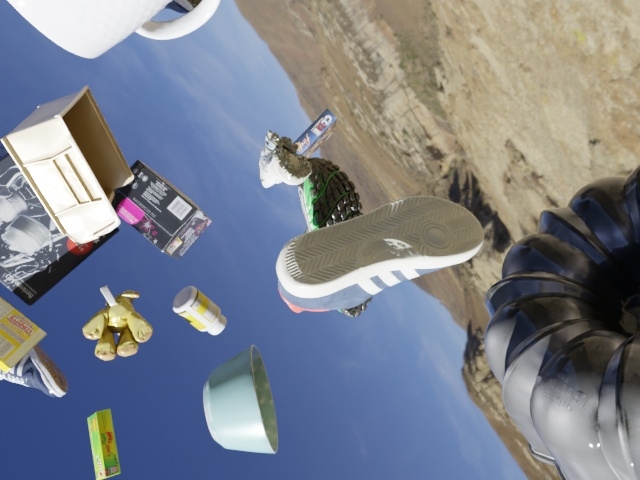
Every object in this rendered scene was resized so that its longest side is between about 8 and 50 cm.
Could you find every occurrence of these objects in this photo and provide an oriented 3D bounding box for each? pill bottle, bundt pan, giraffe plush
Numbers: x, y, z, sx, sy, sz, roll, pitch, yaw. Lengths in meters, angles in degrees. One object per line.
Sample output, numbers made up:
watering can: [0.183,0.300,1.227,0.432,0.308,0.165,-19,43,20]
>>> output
pill bottle: [-0.408,0.245,1.700,0.184,0.103,0.103,50,-167,-36]
bundt pan: [0.280,0.055,0.408,0.124,0.331,0.331,43,-164,-26]
giraffe plush: [-0.602,0.236,1.480,0.170,0.181,0.210,162,96,-70]

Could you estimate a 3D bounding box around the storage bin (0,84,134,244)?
storage bin: [-0.525,-0.167,1.086,0.262,0.123,0.260,-115,5,-59]

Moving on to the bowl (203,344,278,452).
bowl: [-0.238,0.476,1.454,0.311,0.163,0.311,167,90,-89]

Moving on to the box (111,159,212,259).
box: [-0.471,-0.088,1.457,0.247,0.163,0.142,38,173,10]

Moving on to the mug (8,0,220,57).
mug: [-0.328,-0.500,0.866,0.374,0.328,0.276,36,-152,-62]

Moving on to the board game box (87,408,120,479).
board game box: [-0.634,0.596,1.454,0.043,0.092,0.181,-1,-115,-42]

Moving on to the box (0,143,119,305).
box: [-0.796,-0.061,1.339,0.179,0.312,0.343,20,149,44]

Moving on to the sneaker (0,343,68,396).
sneaker: [-0.747,0.321,1.209,0.282,0.153,0.099,35,153,24]

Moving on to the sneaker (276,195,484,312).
sneaker: [0.093,0.031,0.814,0.148,0.350,0.131,103,151,-56]

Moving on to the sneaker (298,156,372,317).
sneaker: [0.000,0.000,0.998,0.134,0.146,0.343,-38,-53,-42]

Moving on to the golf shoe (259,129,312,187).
golf shoe: [-0.066,-0.117,0.838,0.069,0.086,0.176,20,-159,-23]

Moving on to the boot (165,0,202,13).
boot: [-0.425,-0.610,1.122,0.338,0.223,0.118,35,-115,-71]

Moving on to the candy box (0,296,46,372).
candy box: [-0.637,0.147,0.939,0.206,0.027,0.105,45,-155,-14]

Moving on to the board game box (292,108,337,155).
board game box: [-0.025,-0.306,1.518,0.042,0.165,0.243,45,-177,-2]
